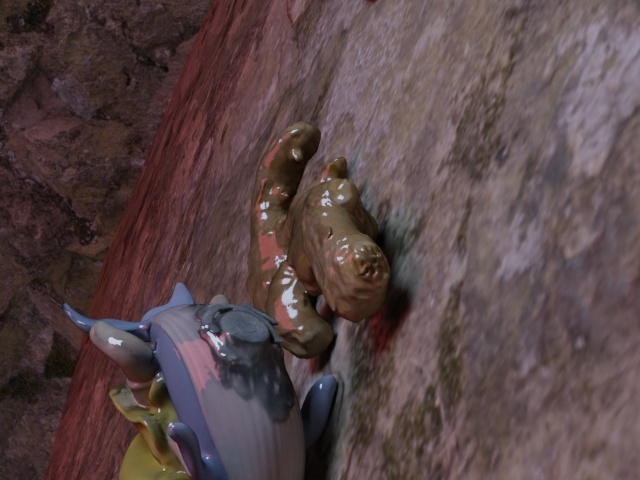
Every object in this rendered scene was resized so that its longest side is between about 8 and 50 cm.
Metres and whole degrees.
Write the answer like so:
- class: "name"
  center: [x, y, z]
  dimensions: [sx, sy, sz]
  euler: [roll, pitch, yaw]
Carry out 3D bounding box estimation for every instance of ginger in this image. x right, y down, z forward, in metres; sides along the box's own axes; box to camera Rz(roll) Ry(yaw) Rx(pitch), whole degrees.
- class: "ginger"
  center: [-0.003, 0.014, 0.681]
  dimensions: [0.258, 0.065, 0.149]
  euler: [-129, 47, -67]

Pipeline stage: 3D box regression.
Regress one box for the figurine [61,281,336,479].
- class: "figurine"
  center: [-0.078, 0.114, 0.640]
  dimensions: [0.208, 0.128, 0.184]
  euler: [52, 130, 28]
